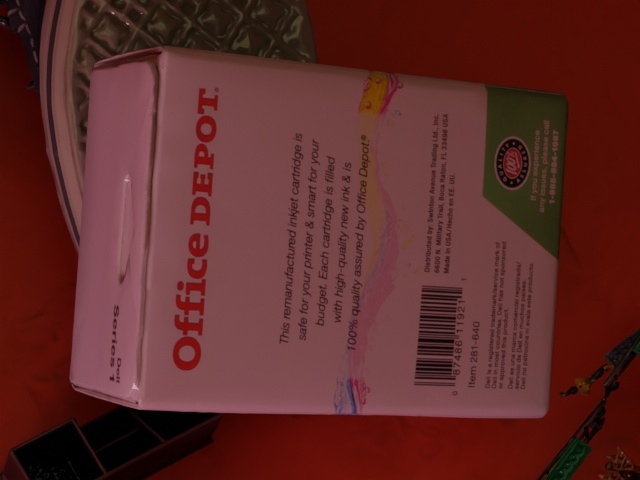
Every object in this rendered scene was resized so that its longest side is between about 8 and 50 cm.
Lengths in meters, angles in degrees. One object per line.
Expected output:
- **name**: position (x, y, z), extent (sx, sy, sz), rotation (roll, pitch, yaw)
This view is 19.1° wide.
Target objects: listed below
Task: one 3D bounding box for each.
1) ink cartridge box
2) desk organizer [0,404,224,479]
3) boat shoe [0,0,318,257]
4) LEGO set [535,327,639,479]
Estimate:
- **ink cartridge box**: position (0.000, 0.000, 1.143), extent (0.278, 0.117, 0.201), rotation (4, 89, -28)
- **desk organizer**: position (-0.126, 0.124, 1.154), extent (0.130, 0.050, 0.047), rotation (-27, 74, -26)
- **boat shoe**: position (-0.122, -0.178, 1.254), extent (0.187, 0.156, 0.500), rotation (-8, 81, -25)
- **LEGO set**: position (0.251, 0.169, 1.184), extent (0.255, 0.192, 0.331), rotation (26, 76, 20)
